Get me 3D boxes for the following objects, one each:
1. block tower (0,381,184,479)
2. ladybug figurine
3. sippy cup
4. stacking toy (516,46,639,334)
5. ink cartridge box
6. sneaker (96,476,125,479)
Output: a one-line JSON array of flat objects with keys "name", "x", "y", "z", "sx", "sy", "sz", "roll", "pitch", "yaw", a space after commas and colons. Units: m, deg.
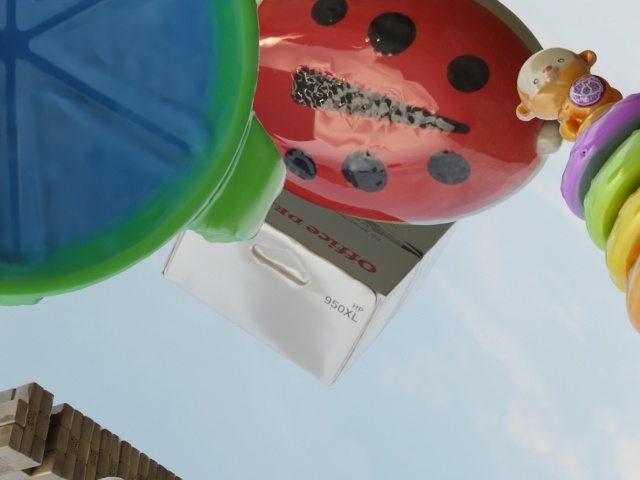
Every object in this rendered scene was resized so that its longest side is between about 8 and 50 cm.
[{"name": "block tower", "x": -0.268, "y": 0.278, "z": 1.521, "sx": 0.335, "sy": 0.097, "sz": 0.091, "roll": 45, "pitch": -142, "yaw": -43}, {"name": "ladybug figurine", "x": 0.055, "y": -0.168, "z": 1.492, "sx": 0.449, "sy": 0.305, "sz": 0.162, "roll": 13, "pitch": -167, "yaw": 22}, {"name": "sippy cup", "x": -0.176, "y": -0.100, "z": 0.680, "sx": 0.224, "sy": 0.240, "sz": 0.305, "roll": 19, "pitch": 134, "yaw": 66}, {"name": "stacking toy", "x": 0.223, "y": -0.033, "z": 0.844, "sx": 0.302, "sy": 0.175, "sz": 0.166, "roll": 54, "pitch": -170, "yaw": 35}, {"name": "ink cartridge box", "x": 0.000, "y": 0.000, "z": 1.855, "sx": 0.285, "sy": 0.166, "sz": 0.395, "roll": 32, "pitch": -154, "yaw": 10}, {"name": "sneaker", "x": -0.234, "y": 0.305, "z": 1.202, "sx": 0.079, "sy": 0.217, "sz": 0.121, "roll": 41, "pitch": -135, "yaw": -3}]
